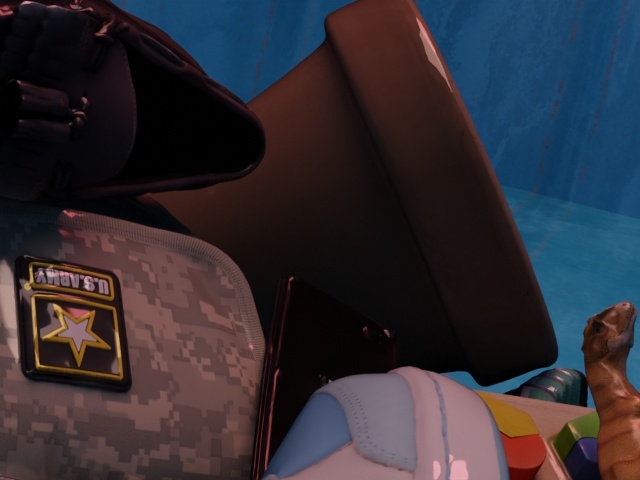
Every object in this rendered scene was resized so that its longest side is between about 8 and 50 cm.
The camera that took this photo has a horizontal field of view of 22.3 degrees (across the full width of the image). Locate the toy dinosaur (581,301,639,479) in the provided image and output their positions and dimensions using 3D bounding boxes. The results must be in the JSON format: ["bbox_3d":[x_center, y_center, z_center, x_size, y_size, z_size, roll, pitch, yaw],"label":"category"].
[{"bbox_3d":[0.168,0.128,0.813,0.112,0.064,0.211,9,44,-9],"label":"toy dinosaur"}]

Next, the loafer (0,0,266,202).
[{"bbox_3d":[-0.108,-0.068,0.773,0.095,0.109,0.302,25,9,14],"label":"loafer"}]

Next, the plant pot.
[{"bbox_3d":[0.000,0.000,1.047,0.229,0.263,0.263,-24,9,4],"label":"plant pot"}]

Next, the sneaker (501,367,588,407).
[{"bbox_3d":[0.096,0.117,0.997,0.098,0.083,0.224,12,9,23],"label":"sneaker"}]

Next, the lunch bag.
[{"bbox_3d":[-0.165,0.051,0.796,0.235,0.169,0.287,11,17,-33],"label":"lunch bag"}]

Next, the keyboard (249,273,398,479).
[{"bbox_3d":[0.007,0.095,0.779,0.100,0.038,0.192,31,27,-13],"label":"keyboard"}]

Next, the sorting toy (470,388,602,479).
[{"bbox_3d":[0.131,0.140,0.833,0.208,0.038,0.193,7,34,-24],"label":"sorting toy"}]

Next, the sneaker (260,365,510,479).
[{"bbox_3d":[-0.067,0.106,0.441,0.208,0.127,0.319,22,28,0],"label":"sneaker"}]
